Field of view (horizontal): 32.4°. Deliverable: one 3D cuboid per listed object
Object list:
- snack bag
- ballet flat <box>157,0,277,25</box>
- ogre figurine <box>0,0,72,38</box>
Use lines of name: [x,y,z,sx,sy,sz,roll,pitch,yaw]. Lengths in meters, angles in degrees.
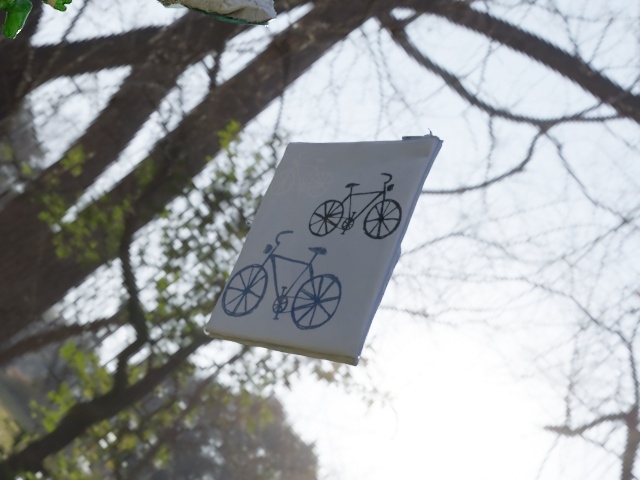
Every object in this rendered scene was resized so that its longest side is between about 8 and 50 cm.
snack bag: [0.000,0.000,1.561,0.323,0.343,0.037,3,-25,47]
ballet flat: [-0.214,-0.492,2.097,0.409,0.147,0.147,27,-32,55]
ogre figurine: [-0.439,-0.363,1.572,0.197,0.097,0.118,-13,-32,25]
